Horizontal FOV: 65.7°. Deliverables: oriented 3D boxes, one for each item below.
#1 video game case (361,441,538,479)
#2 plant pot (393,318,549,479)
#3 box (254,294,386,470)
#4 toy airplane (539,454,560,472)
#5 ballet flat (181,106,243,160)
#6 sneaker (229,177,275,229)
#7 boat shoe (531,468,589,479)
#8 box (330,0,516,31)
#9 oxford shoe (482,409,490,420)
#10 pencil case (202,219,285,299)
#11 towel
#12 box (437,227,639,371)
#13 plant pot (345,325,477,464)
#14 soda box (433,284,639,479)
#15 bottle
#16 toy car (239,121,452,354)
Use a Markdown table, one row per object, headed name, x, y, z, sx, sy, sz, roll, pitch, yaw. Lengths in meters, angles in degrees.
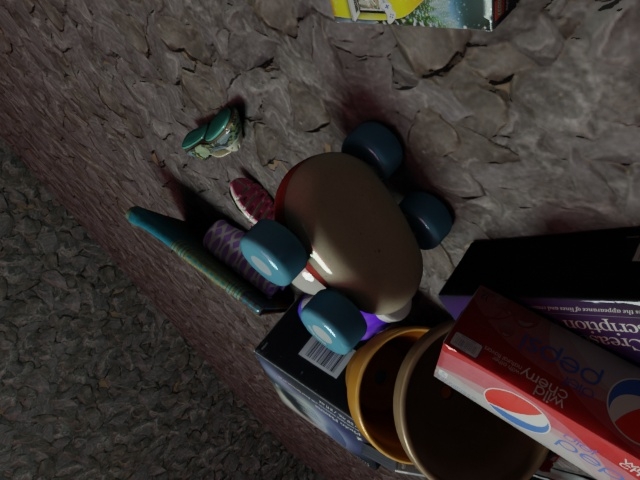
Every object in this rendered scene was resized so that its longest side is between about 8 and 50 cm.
| name | x | y | z | sx | sy | sz | roll | pitch | yaw |
| --- | --- | --- | --- | --- | --- | --- | --- | --- | --- |
| video game case | 0.229 | 0.403 | 0.875 | 0.273 | 0.026 | 0.196 | 14 | 163 | -8 |
| plant pot | 0.204 | 0.227 | 0.708 | 0.237 | 0.237 | 0.109 | 45 | 165 | -5 |
| box | 0.042 | 0.325 | 1.121 | 0.296 | 0.183 | 0.294 | 26 | 151 | 29 |
| toy airplane | 0.364 | 0.408 | 0.918 | 0.151 | 0.028 | 0.151 | -2 | 167 | -1 |
| ballet flat | -0.162 | -0.169 | 0.808 | 0.188 | 0.070 | 0.070 | 1 | 133 | 55 |
| sneaker | -0.112 | -0.040 | 0.912 | 0.170 | 0.063 | 0.074 | 46 | 148 | -19 |
| boat shoe | 0.426 | 0.487 | 0.921 | 0.306 | 0.105 | 0.113 | 7 | 137 | 49 |
| box | 0.056 | -0.276 | 0.354 | 0.159 | 0.044 | 0.233 | 22 | 147 | 35 |
| oxford shoe | 0.272 | 0.359 | 0.926 | 0.132 | 0.130 | 0.364 | 29 | 157 | 0 |
| pencil case | -0.158 | 0.036 | 1.075 | 0.206 | 0.086 | 0.088 | 36 | 177 | 16 |
| towel | -0.241 | 0.053 | 1.130 | 0.370 | 0.040 | 0.271 | 36 | -179 | 13 |
| box | 0.287 | 0.091 | 0.529 | 0.184 | 0.103 | 0.261 | 49 | 153 | -19 |
| plant pot | 0.128 | 0.244 | 0.842 | 0.205 | 0.205 | 0.188 | 45 | 166 | -6 |
| soda box | 0.246 | 0.155 | 0.472 | 0.263 | 0.083 | 0.092 | 30 | 152 | 24 |
| bottle | 0.057 | 0.123 | 0.893 | 0.118 | 0.092 | 0.282 | 48 | 153 | -8 |
| toy car | 0.000 | 0.000 | 0.653 | 0.210 | 0.219 | 0.238 | 50 | 156 | -16 |
